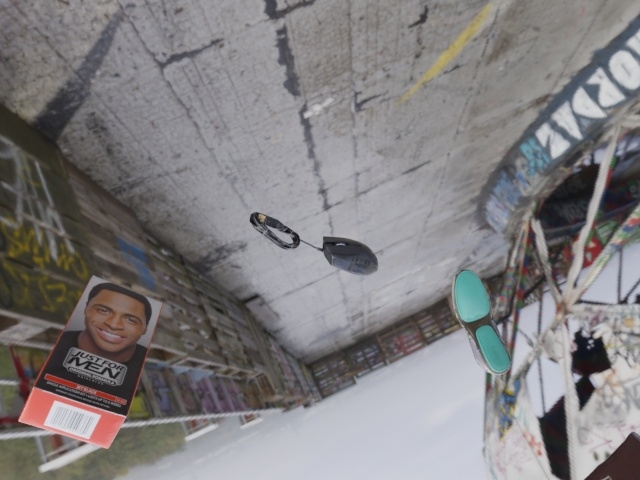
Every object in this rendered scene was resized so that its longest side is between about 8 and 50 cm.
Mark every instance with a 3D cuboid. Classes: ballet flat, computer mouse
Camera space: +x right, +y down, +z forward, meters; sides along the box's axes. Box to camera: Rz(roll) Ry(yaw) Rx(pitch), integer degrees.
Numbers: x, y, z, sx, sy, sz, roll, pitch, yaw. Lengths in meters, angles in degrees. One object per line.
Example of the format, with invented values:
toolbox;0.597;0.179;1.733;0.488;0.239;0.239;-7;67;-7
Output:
ballet flat;0.166;0.088;0.612;0.041;0.114;0.041;-17;167;-4
computer mouse;0.000;0.000;0.892;0.242;0.071;0.041;20;123;-33

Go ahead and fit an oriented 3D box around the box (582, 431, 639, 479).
box;0.245;0.290;0.399;0.203;0.168;0.167;-49;-161;6

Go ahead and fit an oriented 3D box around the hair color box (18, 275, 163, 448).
hair color box;-0.186;0.096;0.483;0.072;0.141;0.043;25;116;-17
